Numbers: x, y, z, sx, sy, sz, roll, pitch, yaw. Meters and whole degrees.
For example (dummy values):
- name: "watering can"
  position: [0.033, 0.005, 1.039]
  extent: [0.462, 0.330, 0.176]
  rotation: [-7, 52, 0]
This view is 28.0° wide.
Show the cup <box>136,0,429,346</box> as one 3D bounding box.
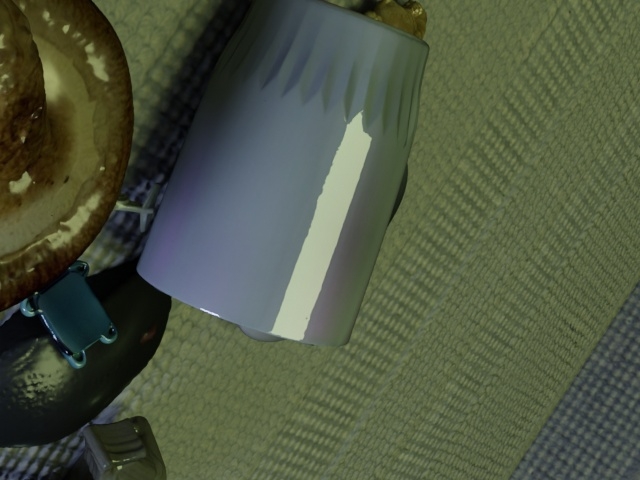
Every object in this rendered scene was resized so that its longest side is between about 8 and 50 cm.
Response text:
- name: "cup"
  position: [-0.034, -0.076, 1.426]
  extent: [0.253, 0.253, 0.372]
  rotation: [8, 103, -57]

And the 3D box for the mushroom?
- name: "mushroom"
  position: [-0.309, -0.085, 1.084]
  extent: [0.345, 0.239, 0.345]
  rotation: [-15, 133, -17]

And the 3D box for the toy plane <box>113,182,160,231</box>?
- name: "toy plane"
  position: [-0.274, -0.014, 1.309]
  extent: [0.286, 0.108, 0.092]
  rotation: [-28, 139, -59]

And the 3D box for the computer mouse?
- name: "computer mouse"
  position: [-0.264, 0.133, 1.462]
  extent: [0.295, 0.087, 0.168]
  rotation: [-31, 138, -40]

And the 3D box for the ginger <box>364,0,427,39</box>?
- name: "ginger"
  position: [0.071, -0.227, 1.612]
  extent: [0.205, 0.081, 0.115]
  rotation: [-60, 180, -10]

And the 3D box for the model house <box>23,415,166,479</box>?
- name: "model house"
  position: [-0.291, 0.306, 1.529]
  extent: [0.229, 0.122, 0.188]
  rotation: [-52, 161, -3]

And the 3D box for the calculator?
- name: "calculator"
  position: [-0.275, 0.064, 1.368]
  extent: [0.094, 0.019, 0.141]
  rotation: [-41, 106, -38]

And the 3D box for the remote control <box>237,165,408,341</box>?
- name: "remote control"
  position: [0.000, 0.000, 1.678]
  extent: [0.221, 0.103, 0.332]
  rotation: [-10, 134, -53]
